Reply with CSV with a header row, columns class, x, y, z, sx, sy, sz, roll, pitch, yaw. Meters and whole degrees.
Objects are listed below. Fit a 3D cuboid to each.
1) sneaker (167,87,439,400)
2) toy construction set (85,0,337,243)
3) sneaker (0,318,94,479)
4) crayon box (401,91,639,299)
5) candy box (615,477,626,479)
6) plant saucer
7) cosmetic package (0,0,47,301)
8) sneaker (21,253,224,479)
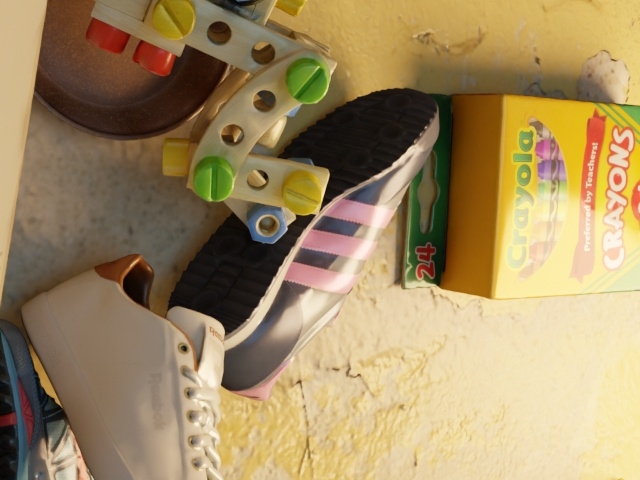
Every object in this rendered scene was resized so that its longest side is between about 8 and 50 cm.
class,x,y,z,sx,sy,sz,roll,pitch,yaw
sneaker,0.000,0.000,0.918,0.319,0.112,0.131,-47,138,-21
toy construction set,-0.125,-0.131,0.740,0.328,0.151,0.215,17,111,-28
sneaker,-0.218,0.179,0.793,0.125,0.104,0.261,-22,102,-61
crayon box,0.232,-0.045,1.075,0.319,0.081,0.202,-2,97,-35
candy box,0.307,0.369,1.063,0.317,0.268,0.122,-3,101,-36
plant saucer,-0.158,-0.177,0.810,0.199,0.036,0.198,-5,99,-36
cosmetic package,-0.245,-0.099,0.567,0.160,0.113,0.309,11,95,0
sneaker,-0.104,0.120,0.730,0.123,0.290,0.106,-33,151,-6
